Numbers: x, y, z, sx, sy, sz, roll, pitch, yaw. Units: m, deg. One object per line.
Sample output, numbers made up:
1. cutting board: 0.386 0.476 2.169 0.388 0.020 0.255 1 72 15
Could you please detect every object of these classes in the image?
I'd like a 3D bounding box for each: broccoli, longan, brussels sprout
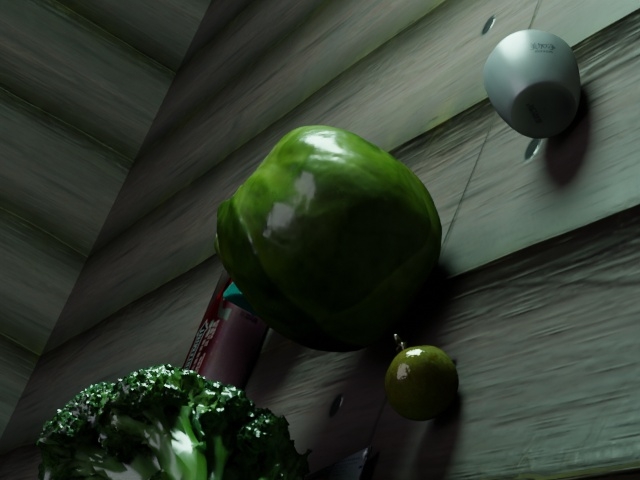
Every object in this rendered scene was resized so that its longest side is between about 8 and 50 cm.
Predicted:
1. broccoli: -0.130 0.256 1.531 0.265 0.294 0.245 -32 5 -1
2. longan: 0.086 0.121 1.455 0.075 0.083 0.075 -30 -9 -5
3. brussels sprout: 0.000 0.000 1.667 0.271 0.219 0.210 13 70 57

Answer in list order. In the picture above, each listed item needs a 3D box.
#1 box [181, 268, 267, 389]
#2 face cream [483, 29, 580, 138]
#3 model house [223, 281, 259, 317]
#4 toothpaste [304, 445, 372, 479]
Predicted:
1. box: -0.119 0.124 2.109 0.120 0.069 0.224 -27 38 63
2. face cream: 0.204 -0.148 1.542 0.091 0.091 0.095 -52 26 28
3. model house: -0.045 0.037 1.970 0.127 0.100 0.149 -53 19 26
4. toothpaste: 0.001 0.242 1.604 0.170 0.028 0.045 -35 25 53
